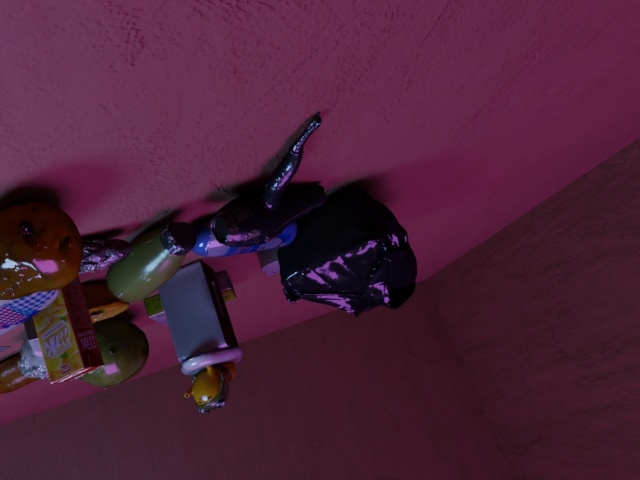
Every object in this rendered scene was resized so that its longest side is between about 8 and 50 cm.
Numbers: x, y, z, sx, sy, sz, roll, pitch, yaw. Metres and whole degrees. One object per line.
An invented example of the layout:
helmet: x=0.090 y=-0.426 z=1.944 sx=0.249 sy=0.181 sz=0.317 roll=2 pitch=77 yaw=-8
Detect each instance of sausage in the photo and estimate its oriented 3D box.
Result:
sausage: x=-0.891 y=0.388 z=1.664 sx=0.270 sy=0.109 sz=0.109 roll=-23 pitch=165 yaw=3

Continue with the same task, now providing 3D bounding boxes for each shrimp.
shrimp: x=-0.472 y=0.034 z=1.075 sx=0.190 sy=0.075 sz=0.073 roll=-7 pitch=-166 yaw=-17

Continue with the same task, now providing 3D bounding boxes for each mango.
mango: x=-0.477 y=0.028 z=0.890 sx=0.248 sy=0.156 sz=0.151 roll=-37 pitch=-165 yaw=39

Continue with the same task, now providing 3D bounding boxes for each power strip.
power strip: x=0.000 y=0.001 z=1.628 sx=0.384 sy=0.063 sz=0.091 roll=-24 pitch=156 yaw=4

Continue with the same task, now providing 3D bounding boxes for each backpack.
backpack: x=0.100 y=0.069 z=1.500 sx=0.363 sy=0.255 sz=0.445 roll=-29 pitch=148 yaw=22

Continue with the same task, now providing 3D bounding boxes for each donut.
donut: x=-0.577 y=0.159 z=1.358 sx=0.174 sy=0.075 sz=0.190 roll=-32 pitch=167 yaw=29

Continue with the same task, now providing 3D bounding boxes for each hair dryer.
hair dryer: x=-0.049 y=-0.127 z=1.098 sx=0.303 sy=0.120 sz=0.359 roll=-21 pitch=159 yaw=-39

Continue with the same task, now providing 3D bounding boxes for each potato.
potato: x=-0.634 y=0.337 z=1.653 sx=0.215 sy=0.216 sz=0.304 roll=-22 pitch=177 yaw=-1

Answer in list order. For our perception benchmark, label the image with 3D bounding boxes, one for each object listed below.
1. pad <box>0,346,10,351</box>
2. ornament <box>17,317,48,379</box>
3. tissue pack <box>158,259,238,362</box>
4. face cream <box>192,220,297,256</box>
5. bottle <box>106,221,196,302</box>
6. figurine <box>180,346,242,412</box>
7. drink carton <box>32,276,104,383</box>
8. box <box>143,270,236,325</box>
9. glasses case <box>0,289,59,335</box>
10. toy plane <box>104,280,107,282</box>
pad: x=-1.023 y=0.348 z=1.512 sx=0.264 sy=0.009 sz=0.159 roll=-24 pitch=166 yaw=10
ornament: x=-0.738 y=0.287 z=1.462 sx=0.120 sy=0.130 sz=0.285 roll=-5 pitch=157 yaw=-35
tissue pack: x=-0.339 y=0.203 z=1.506 sx=0.135 sy=0.246 sz=0.159 roll=-21 pitch=166 yaw=-1
face cream: x=-0.184 y=-0.014 z=1.280 sx=0.263 sy=0.083 sz=0.149 roll=-9 pitch=160 yaw=-39
bottle: x=-0.359 y=0.041 z=1.168 sx=0.260 sy=0.112 sz=0.112 roll=-33 pitch=162 yaw=38
figurine: x=-0.272 y=0.379 z=1.472 sx=0.166 sy=0.141 sz=0.250 roll=-25 pitch=164 yaw=15
drink carton: x=-0.555 y=0.186 z=1.180 sx=0.096 sy=0.223 sz=0.071 roll=-24 pitch=166 yaw=13
box: x=-0.403 y=0.185 z=1.717 sx=0.260 sy=0.062 sz=0.175 roll=-19 pitch=165 yaw=-8
glasses case: x=-0.682 y=0.145 z=1.123 sx=0.327 sy=0.076 sz=0.125 roll=-27 pitch=152 yaw=18
toy plane: x=-0.489 y=0.098 z=1.346 sx=0.078 sy=0.031 sz=0.083 roll=-10 pitch=167 yaw=19
